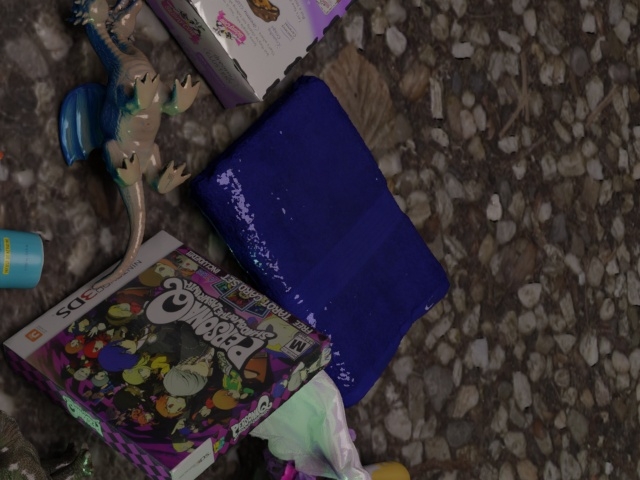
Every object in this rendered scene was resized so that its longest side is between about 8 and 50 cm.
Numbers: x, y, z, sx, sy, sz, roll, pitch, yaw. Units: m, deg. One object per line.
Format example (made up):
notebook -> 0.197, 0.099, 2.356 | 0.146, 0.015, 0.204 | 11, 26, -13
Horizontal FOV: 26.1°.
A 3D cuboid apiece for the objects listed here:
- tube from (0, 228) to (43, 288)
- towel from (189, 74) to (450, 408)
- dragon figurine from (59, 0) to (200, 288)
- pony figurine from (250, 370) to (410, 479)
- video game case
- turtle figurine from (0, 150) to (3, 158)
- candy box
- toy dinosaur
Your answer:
tube -> -0.357, 0.011, 1.244 | 0.207, 0.052, 0.080 | 4, 75, -31
towel -> 0.000, 0.000, 1.508 | 0.228, 0.076, 0.308 | -47, 114, -38
dragon figurine -> -0.197, -0.108, 1.346 | 0.085, 0.144, 0.289 | -5, 109, -40
pony figurine -> 0.019, 0.269, 1.364 | 0.363, 0.351, 0.303 | 20, 84, -56
video game case -> -0.143, 0.106, 1.297 | 0.210, 0.232, 0.042 | -38, 145, -32
turtle figurine -> -0.349, -0.211, 1.235 | 0.269, 0.087, 0.217 | 45, 54, -17
candy box -> -0.071, -0.264, 1.464 | 0.196, 0.070, 0.165 | -49, 116, -30
toy dinosaur -> -0.289, 0.260, 1.254 | 0.160, 0.121, 0.314 | -4, 101, -21
